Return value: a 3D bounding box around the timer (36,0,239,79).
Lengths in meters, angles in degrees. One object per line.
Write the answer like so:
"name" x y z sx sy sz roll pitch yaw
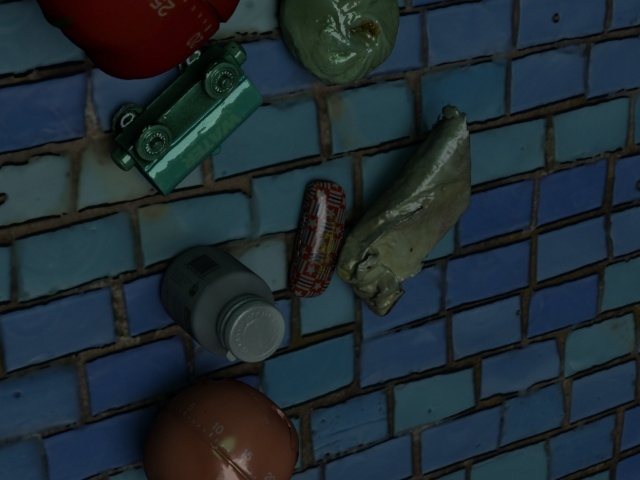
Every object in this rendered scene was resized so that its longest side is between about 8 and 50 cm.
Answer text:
"timer" -0.263 -0.388 1.652 0.279 0.378 0.378 -46 125 2

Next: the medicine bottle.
"medicine bottle" -0.141 0.100 2.011 0.135 0.215 0.135 -11 114 -26

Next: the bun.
"bun" 0.036 -0.330 2.014 0.195 0.118 0.195 -9 111 -25

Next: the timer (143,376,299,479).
"timer" -0.153 0.328 2.086 0.215 0.229 0.230 -44 125 -20

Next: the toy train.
"toy train" -0.188 -0.175 1.958 0.248 0.101 0.159 -45 138 -7

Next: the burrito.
"burrito" 0.152 -0.045 2.196 0.348 0.107 0.175 -57 149 1

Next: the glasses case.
"glasses case" 0.000 0.000 2.158 0.073 0.049 0.195 1 108 -32
